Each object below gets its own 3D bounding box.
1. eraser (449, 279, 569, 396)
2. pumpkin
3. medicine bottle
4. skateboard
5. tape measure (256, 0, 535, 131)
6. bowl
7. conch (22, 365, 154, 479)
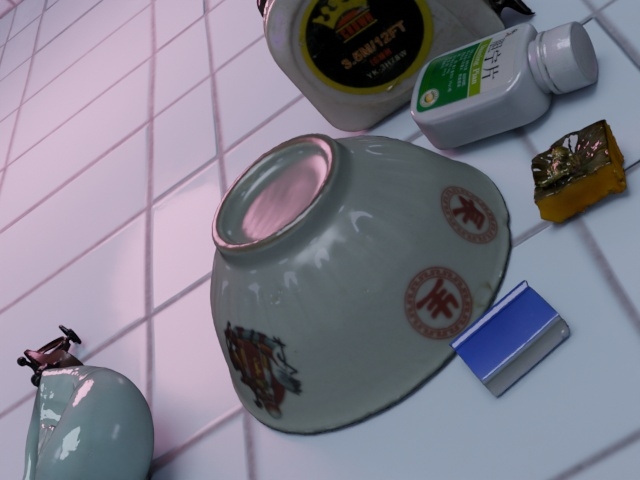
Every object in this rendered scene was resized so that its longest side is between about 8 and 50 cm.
[{"bbox_3d":[0.156,0.080,0.814,0.084,0.027,0.063,-42,31,4],"label":"eraser"},{"bbox_3d":[0.226,-0.063,0.880,0.083,0.054,0.074,-31,30,27],"label":"pumpkin"},{"bbox_3d":[0.188,-0.165,1.022,0.183,0.069,0.119,-14,40,36],"label":"medicine bottle"},{"bbox_3d":[-0.325,0.148,1.230,0.080,0.067,0.151,-46,28,-22],"label":"skateboard"},{"bbox_3d":[0.068,-0.284,1.135,0.271,0.231,0.133,-31,33,20],"label":"tape measure"},{"bbox_3d":[0.000,0.000,0.955,0.337,0.157,0.337,-27,36,22],"label":"bowl"},{"bbox_3d":[-0.246,0.217,1.003,0.185,0.121,0.221,-49,26,-3],"label":"conch"}]
